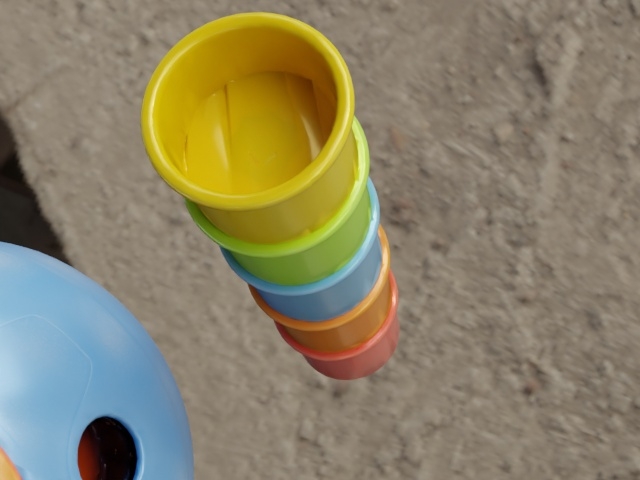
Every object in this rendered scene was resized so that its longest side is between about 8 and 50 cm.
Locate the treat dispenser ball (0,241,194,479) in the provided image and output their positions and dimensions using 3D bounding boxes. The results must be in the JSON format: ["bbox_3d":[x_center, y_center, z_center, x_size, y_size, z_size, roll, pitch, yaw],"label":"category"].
[{"bbox_3d":[-0.221,0.142,0.937,0.288,0.288,0.288,-12,69,32],"label":"treat dispenser ball"}]

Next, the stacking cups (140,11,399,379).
[{"bbox_3d":[0.000,0.000,0.802,0.096,0.316,0.096,-5,68,11],"label":"stacking cups"}]
